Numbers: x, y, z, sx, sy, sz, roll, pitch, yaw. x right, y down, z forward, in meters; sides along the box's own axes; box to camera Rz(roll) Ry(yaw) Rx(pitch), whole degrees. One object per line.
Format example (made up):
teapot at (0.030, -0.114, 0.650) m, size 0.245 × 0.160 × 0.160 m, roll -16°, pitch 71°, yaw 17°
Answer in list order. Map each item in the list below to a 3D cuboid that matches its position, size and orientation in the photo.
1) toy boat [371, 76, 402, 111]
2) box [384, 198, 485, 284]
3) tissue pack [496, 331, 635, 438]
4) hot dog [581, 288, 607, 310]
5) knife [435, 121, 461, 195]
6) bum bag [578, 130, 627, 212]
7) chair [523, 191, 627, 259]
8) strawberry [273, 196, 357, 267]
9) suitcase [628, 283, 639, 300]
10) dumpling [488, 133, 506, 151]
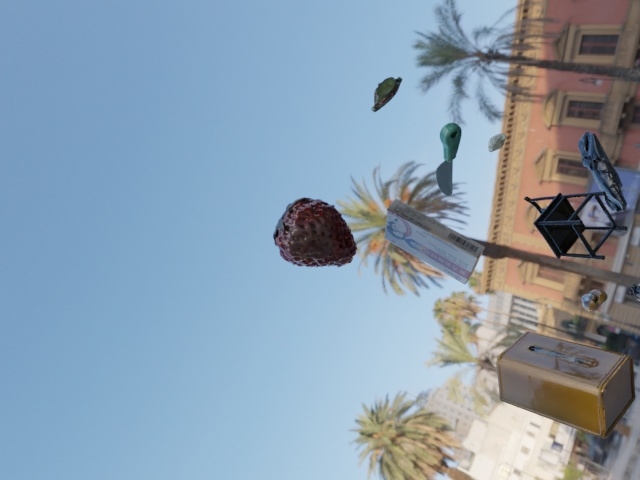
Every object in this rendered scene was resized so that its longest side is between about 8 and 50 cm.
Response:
toy boat at (0.268, -0.604, 1.931) m, size 0.185 × 0.089 × 0.071 m, roll -49°, pitch -19°, yaw -5°
box at (0.397, 0.006, 1.715) m, size 0.069 × 0.353 × 0.214 m, roll -49°, pitch -22°, yaw -21°
tissue pack at (0.636, 0.363, 1.252) m, size 0.194 × 0.274 × 0.145 m, roll -26°, pitch -71°, yaw -35°
hot dog at (0.986, 0.212, 1.722) m, size 0.090 × 0.060 × 0.140 m, roll -54°, pitch -24°, yaw 15°
knife at (0.338, -0.201, 1.275) m, size 0.063 × 0.035 × 0.260 m, roll -26°, pitch -39°, yaw -12°
bum bag at (0.807, -0.194, 1.366) m, size 0.248 × 0.060 × 0.123 m, roll 65°, pitch -162°, yaw 12°
chair at (0.694, -0.046, 1.365) m, size 0.141 × 0.260 × 0.154 m, roll -44°, pitch -74°, yaw -15°
strawberry at (0.000, 0.000, 1.705) m, size 0.336 × 0.149 × 0.265 m, roll 27°, pitch -82°, yaw -26°
suitcase at (0.756, 0.121, 1.038) m, size 0.059 × 0.126 × 0.086 m, roll -13°, pitch -41°, yaw -51°
dumpling at (0.720, -0.400, 1.947) m, size 0.057 × 0.052 × 0.076 m, roll -81°, pitch -4°, yaw -48°
